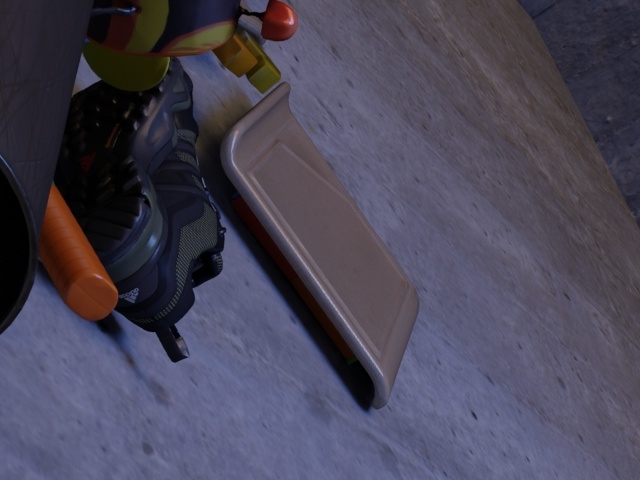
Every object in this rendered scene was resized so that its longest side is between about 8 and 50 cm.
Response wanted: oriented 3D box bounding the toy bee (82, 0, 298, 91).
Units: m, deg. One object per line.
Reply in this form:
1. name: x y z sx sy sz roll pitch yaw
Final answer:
1. toy bee: -0.094 -0.140 0.804 0.195 0.162 0.298 107 -15 -58

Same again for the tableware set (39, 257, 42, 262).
1. tableware set: -0.201 -0.043 0.749 0.128 0.039 0.194 51 4 41

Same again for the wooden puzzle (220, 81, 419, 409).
1. wooden puzzle: 0.000 0.000 1.232 0.239 0.044 0.221 59 16 -8

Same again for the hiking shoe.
1. hiking shoe: -0.106 -0.024 0.938 0.227 0.086 0.114 -86 154 -54

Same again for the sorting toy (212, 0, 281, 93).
1. sorting toy: -0.110 -0.231 1.210 0.307 0.041 0.229 53 9 23

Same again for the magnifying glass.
1. magnifying glass: -0.154 -0.037 0.777 0.092 0.026 0.231 47 2 -45

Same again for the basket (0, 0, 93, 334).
1. basket: -0.159 -0.082 0.551 0.154 0.204 0.227 47 38 -33
